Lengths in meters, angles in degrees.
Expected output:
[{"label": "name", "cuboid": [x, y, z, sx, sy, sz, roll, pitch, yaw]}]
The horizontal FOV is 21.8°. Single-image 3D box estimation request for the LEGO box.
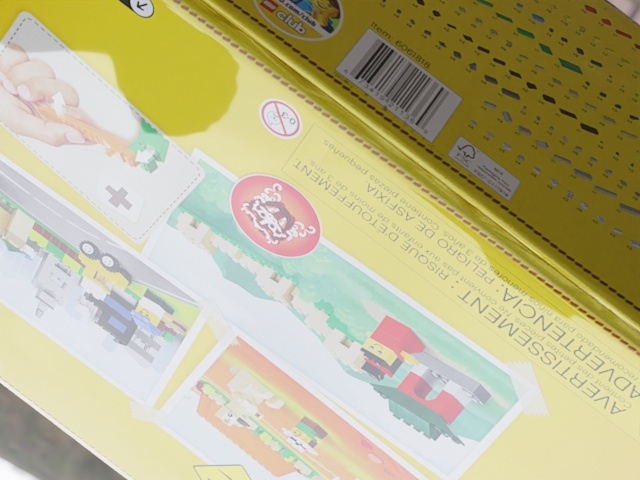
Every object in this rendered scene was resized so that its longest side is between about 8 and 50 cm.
[{"label": "LEGO box", "cuboid": [0.000, 0.000, 0.932, 0.500, 0.372, 0.193, 37, -132, -1]}]
